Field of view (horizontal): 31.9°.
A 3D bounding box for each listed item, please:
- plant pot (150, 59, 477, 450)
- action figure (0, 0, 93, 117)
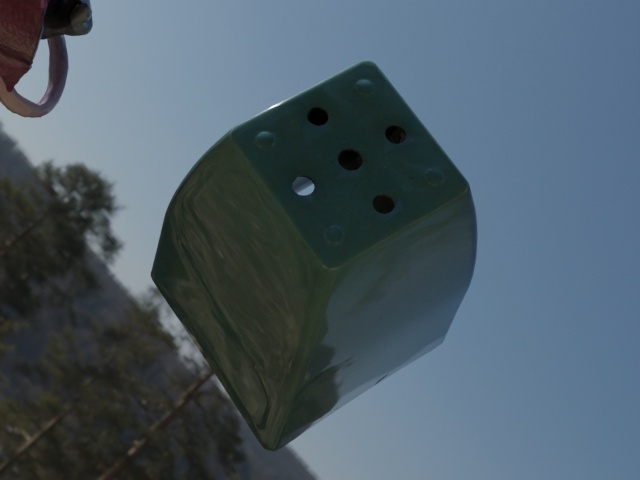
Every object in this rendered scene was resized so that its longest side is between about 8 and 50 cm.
[{"bbox_3d":[0.000,0.000,0.739,0.166,0.165,0.234,54,-21,16],"label":"plant pot"},{"bbox_3d":[-0.328,-0.227,0.669,0.276,0.370,0.248,128,-45,-63],"label":"action figure"}]
